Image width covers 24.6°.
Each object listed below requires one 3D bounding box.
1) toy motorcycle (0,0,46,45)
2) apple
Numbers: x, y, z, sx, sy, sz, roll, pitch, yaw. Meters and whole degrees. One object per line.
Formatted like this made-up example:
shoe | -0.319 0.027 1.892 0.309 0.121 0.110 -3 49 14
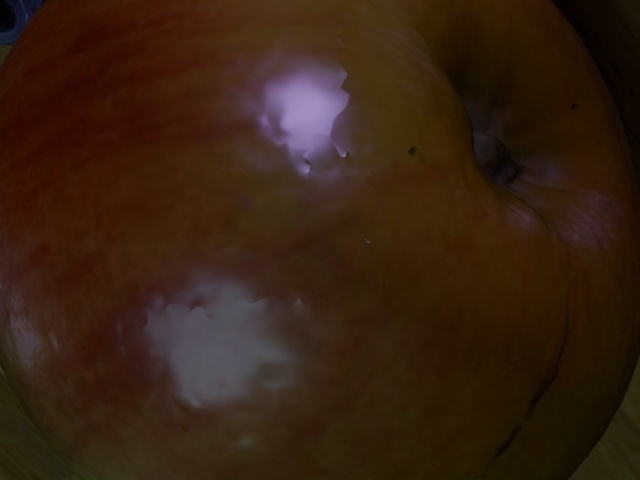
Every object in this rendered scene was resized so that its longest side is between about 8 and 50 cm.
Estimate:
toy motorcycle | -0.243 -0.162 0.755 0.270 0.159 0.106 42 135 20
apple | 0.000 0.000 0.603 0.286 0.286 0.233 46 132 -12
